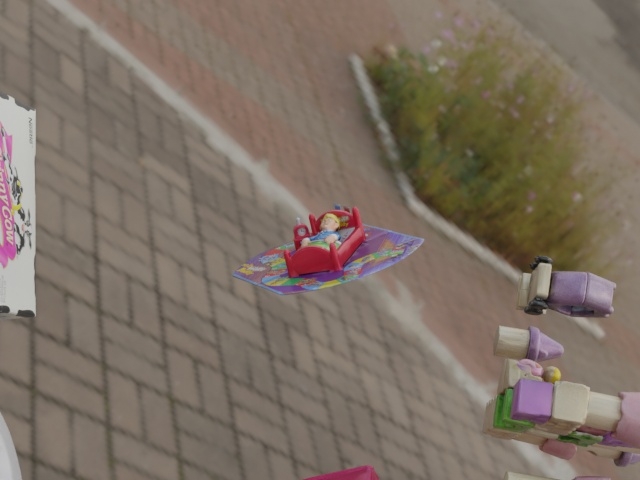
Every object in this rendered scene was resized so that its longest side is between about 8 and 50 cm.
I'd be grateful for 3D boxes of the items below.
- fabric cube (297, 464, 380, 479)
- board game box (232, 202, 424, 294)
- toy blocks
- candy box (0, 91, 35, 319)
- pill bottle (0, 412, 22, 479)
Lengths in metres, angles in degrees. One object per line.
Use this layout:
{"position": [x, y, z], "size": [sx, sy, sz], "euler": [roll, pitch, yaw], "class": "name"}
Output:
{"position": [-0.013, 0.478, 1.575], "size": [0.259, 0.254, 0.258], "euler": [61, 23, -27], "class": "fabric cube"}
{"position": [0.000, 0.000, 1.061], "size": [0.168, 0.133, 0.033], "euler": [16, -56, 63], "class": "board game box"}
{"position": [0.351, 0.217, 1.580], "size": [0.260, 0.309, 0.288], "euler": [9, -15, 1], "class": "toy blocks"}
{"position": [-0.270, -0.033, 0.877], "size": [0.196, 0.070, 0.165], "euler": [28, 58, -73], "class": "candy box"}
{"position": [-0.594, 0.323, 1.553], "size": [0.229, 0.407, 0.229], "euler": [-17, 90, -82], "class": "pill bottle"}
